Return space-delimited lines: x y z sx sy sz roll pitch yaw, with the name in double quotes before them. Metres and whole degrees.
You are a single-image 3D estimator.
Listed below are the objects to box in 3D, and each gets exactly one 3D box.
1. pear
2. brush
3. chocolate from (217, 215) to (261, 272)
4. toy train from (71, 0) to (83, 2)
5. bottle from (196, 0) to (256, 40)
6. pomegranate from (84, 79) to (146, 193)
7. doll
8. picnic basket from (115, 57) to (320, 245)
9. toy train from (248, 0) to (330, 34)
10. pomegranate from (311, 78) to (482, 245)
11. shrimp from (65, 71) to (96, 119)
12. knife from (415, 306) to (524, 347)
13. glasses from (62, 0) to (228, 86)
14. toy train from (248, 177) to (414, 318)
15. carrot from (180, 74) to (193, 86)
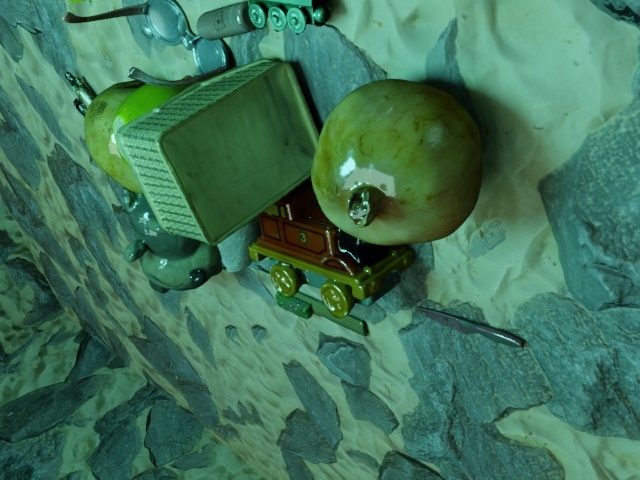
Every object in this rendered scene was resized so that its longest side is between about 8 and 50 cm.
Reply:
"pear" -0.295 -0.224 1.304 0.187 0.220 0.187 28 133 35
"brush" -0.006 0.176 1.624 0.282 0.048 0.054 19 141 37
"chocolate" -0.174 -0.060 1.454 0.101 0.185 0.303 2 146 1
"toy train" -0.503 -0.571 1.385 0.219 0.089 0.127 13 145 43
"bottle" -0.167 -0.393 1.187 0.140 0.053 0.053 8 130 46
"pomegranate" -0.402 -0.230 1.484 0.260 0.260 0.260 32 145 26
"doll" -0.382 -0.049 1.734 0.382 0.252 0.378 91 167 -56
"picnic basket" -0.170 -0.166 1.193 0.175 0.313 0.228 14 134 49
"toy train" -0.053 -0.390 1.041 0.170 0.071 0.111 23 132 37
"pomegranate" 0.105 -0.102 0.961 0.252 0.270 0.229 27 135 20
"shrimp" -0.642 -0.366 1.819 0.150 0.051 0.217 15 140 53
"knife" 0.284 0.166 1.280 0.247 0.018 0.035 16 139 46
"glasses" -0.328 -0.355 1.236 0.234 0.268 0.118 42 131 11
"toy train" 0.000 0.000 1.319 0.369 0.163 0.231 17 128 41
"carrot" -0.234 -0.298 1.384 0.139 0.048 0.048 32 145 22
